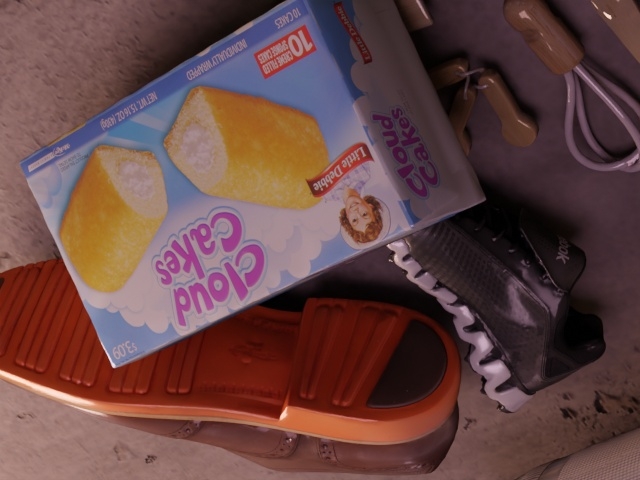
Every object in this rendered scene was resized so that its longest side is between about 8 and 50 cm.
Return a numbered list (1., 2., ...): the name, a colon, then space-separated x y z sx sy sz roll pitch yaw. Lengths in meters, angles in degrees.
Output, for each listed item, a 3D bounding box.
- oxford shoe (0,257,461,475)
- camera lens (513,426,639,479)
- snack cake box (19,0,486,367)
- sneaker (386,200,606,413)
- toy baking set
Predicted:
1. oxford shoe: -0.082 0.105 1.365 0.364 0.130 0.132 11 143 13
2. camera lens: 0.245 0.233 1.313 0.274 0.219 0.219 -26 118 31
3. snack cake box: -0.048 -0.038 1.203 0.264 0.089 0.152 -26 87 37
4. sneaker: 0.114 0.009 1.263 0.106 0.078 0.234 -22 120 22
5. toy baking set: 0.128 -0.121 1.181 0.256 0.030 0.196 7 136 18
